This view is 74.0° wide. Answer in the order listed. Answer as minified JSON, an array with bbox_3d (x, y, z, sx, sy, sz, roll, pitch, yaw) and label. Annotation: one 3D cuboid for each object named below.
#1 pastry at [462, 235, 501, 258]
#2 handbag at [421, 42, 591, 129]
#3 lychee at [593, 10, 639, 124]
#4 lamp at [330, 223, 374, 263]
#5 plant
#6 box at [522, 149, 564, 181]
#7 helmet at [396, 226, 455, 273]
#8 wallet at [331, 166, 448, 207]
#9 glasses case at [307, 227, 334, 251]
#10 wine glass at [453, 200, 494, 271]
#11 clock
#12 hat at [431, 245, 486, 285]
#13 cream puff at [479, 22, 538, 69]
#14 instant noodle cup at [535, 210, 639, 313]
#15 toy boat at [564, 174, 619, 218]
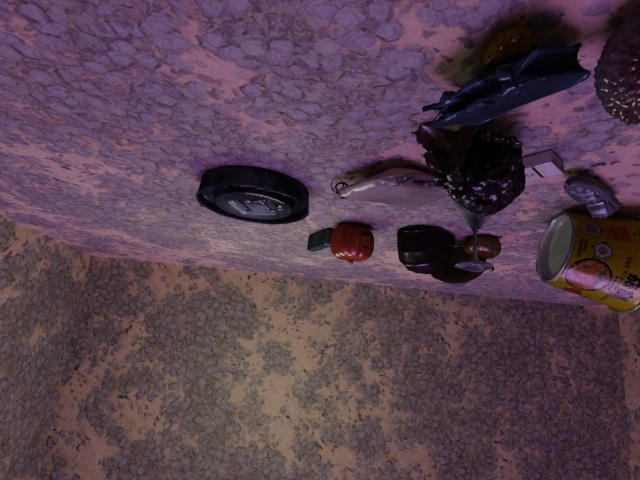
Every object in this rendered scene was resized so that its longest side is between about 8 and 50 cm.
[{"bbox_3d":[0.678,0.030,1.782,0.154,0.081,0.153,7,169,1],"label":"pastry"},{"bbox_3d":[0.304,-0.252,0.719,0.179,0.062,0.229,-19,-176,-31],"label":"handbag"},{"bbox_3d":[0.489,-0.254,0.608,0.165,0.165,0.197,2,177,12],"label":"lychee"},{"bbox_3d":[0.134,0.020,1.790,0.188,0.163,0.187,6,168,1],"label":"lamp"},{"bbox_3d":[0.351,-0.170,0.963,0.178,0.204,0.234,-40,133,14],"label":"plant"},{"bbox_3d":[0.534,-0.184,1.104,0.084,0.040,0.154,22,158,-40],"label":"box"},{"bbox_3d":[0.448,0.057,1.798,0.225,0.177,0.305,-8,159,37],"label":"helmet"},{"bbox_3d":[0.235,-0.156,1.290,0.336,0.068,0.275,7,171,-31],"label":"wallet"},{"bbox_3d":[0.000,0.000,1.930,0.040,0.077,0.184,16,162,-26],"label":"glasses case"},{"bbox_3d":[0.495,-0.022,1.356,0.156,0.232,0.156,6,165,2],"label":"wine glass"},{"bbox_3d":[-0.227,-0.146,1.465,0.387,0.076,0.386,5,166,1],"label":"clock"},{"bbox_3d":[0.607,0.143,1.882,0.252,0.252,0.109,-2,127,26],"label":"hat"},{"bbox_3d":[0.294,-0.309,0.672,0.083,0.058,0.083,-10,176,-4],"label":"cream puff"},{"bbox_3d":[0.888,0.051,1.390,0.254,0.325,0.325,14,166,7],"label":"instant noodle cup"},{"bbox_3d":[0.749,-0.120,1.175,0.261,0.085,0.078,16,163,-36],"label":"toy boat"}]
